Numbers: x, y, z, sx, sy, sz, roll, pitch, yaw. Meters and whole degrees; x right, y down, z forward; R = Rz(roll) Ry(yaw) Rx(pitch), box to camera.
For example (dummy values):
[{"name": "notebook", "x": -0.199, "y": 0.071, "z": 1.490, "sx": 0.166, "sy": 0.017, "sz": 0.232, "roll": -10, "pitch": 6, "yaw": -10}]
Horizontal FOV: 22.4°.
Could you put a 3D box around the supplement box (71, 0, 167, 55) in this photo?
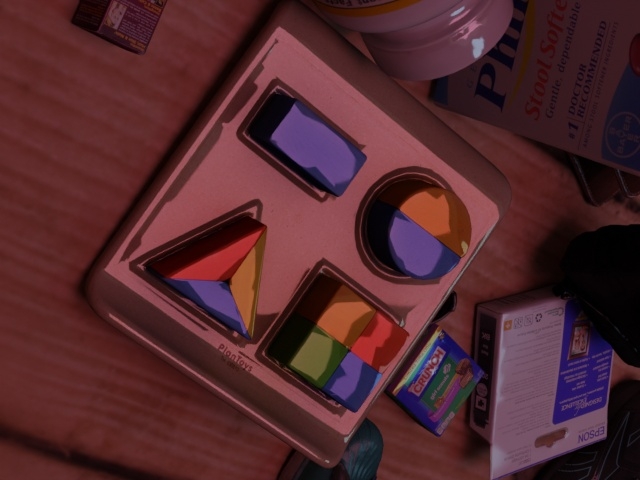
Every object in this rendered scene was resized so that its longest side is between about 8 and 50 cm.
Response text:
[{"name": "supplement box", "x": -0.163, "y": -0.206, "z": 1.358, "sx": 0.055, "sy": 0.043, "sz": 0.083, "roll": 24, "pitch": 90, "yaw": -44}]

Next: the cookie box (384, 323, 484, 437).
[{"name": "cookie box", "x": 0.117, "y": 0.147, "z": 1.747, "sx": 0.092, "sy": 0.040, "sz": 0.107, "roll": -54, "pitch": 132, "yaw": -9}]

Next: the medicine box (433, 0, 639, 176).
[{"name": "medicine box", "x": 0.281, "y": -0.219, "z": 1.569, "sx": 0.149, "sy": 0.289, "sz": 0.263, "roll": 1, "pitch": 106, "yaw": -44}]

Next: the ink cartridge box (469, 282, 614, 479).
[{"name": "ink cartridge box", "x": 0.260, "y": 0.155, "z": 1.870, "sx": 0.206, "sy": 0.045, "sz": 0.208, "roll": -12, "pitch": 112, "yaw": -38}]

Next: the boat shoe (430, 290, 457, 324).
[{"name": "boat shoe", "x": 0.035, "y": 0.061, "z": 1.617, "sx": 0.233, "sy": 0.079, "sz": 0.084, "roll": -5, "pitch": 112, "yaw": -38}]

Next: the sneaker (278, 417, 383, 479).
[{"name": "sneaker", "x": 0.000, "y": 0.328, "z": 1.664, "sx": 0.108, "sy": 0.121, "sz": 0.302, "roll": 29, "pitch": 87, "yaw": -44}]

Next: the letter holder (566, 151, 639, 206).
[{"name": "letter holder", "x": 0.420, "y": -0.176, "z": 1.807, "sx": 0.302, "sy": 0.152, "sz": 0.214, "roll": -46, "pitch": 133, "yaw": -18}]

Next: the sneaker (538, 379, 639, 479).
[{"name": "sneaker", "x": 0.347, "y": 0.289, "z": 1.963, "sx": 0.267, "sy": 0.106, "sz": 0.101, "roll": -52, "pitch": 134, "yaw": -10}]

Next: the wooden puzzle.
[{"name": "wooden puzzle", "x": 0.000, "y": 0.000, "z": 1.505, "sx": 0.322, "sy": 0.080, "sz": 0.347, "roll": 37, "pitch": 80, "yaw": -26}]

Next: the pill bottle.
[{"name": "pill bottle", "x": 0.046, "y": -0.305, "z": 1.400, "sx": 0.188, "sy": 0.188, "sz": 0.334, "roll": -47, "pitch": 132, "yaw": -17}]

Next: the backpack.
[{"name": "backpack", "x": 0.368, "y": 0.065, "z": 1.811, "sx": 0.182, "sy": 0.152, "sz": 0.115, "roll": 52, "pitch": 58, "yaw": -35}]
